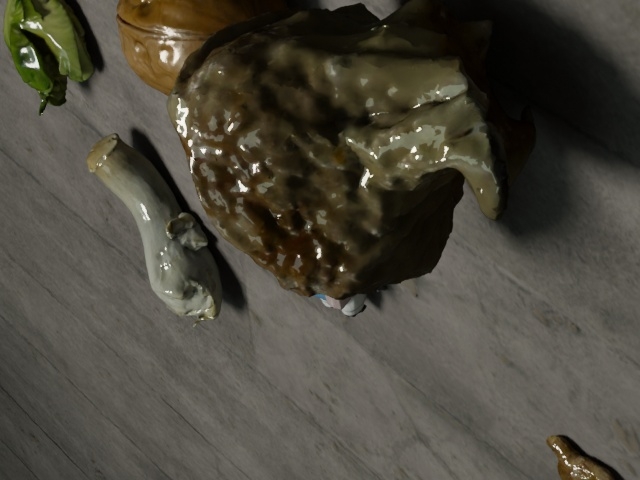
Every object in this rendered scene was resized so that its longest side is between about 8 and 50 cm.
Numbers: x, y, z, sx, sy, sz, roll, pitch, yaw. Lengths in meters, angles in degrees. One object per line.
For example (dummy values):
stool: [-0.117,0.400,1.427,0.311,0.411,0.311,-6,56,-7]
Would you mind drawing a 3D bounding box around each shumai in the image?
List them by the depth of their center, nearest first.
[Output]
shumai: [0.044,-0.091,1.430,0.314,0.267,0.262,23,163,-24]

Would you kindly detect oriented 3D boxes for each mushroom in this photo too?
mushroom: [-0.212,-0.015,2.159,0.278,0.096,0.099,62,152,2]

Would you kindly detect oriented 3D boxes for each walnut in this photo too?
walnut: [-0.125,-0.226,1.718,0.207,0.167,0.167,23,137,46]

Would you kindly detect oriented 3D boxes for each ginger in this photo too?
ginger: [0.261,0.236,1.681,0.097,0.030,0.048,36,144,41]

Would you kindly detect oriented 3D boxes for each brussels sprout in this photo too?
brussels sprout: [-0.366,-0.263,2.165,0.181,0.100,0.139,66,165,-17]

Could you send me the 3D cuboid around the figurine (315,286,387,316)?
figurine: [0.000,0.000,1.803,0.137,0.112,0.229,30,152,36]
